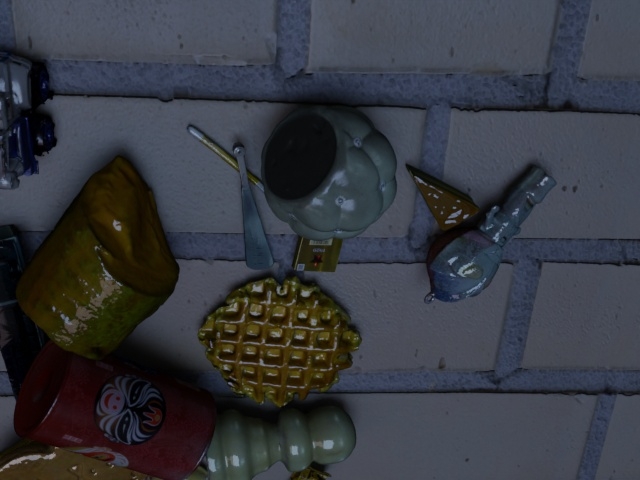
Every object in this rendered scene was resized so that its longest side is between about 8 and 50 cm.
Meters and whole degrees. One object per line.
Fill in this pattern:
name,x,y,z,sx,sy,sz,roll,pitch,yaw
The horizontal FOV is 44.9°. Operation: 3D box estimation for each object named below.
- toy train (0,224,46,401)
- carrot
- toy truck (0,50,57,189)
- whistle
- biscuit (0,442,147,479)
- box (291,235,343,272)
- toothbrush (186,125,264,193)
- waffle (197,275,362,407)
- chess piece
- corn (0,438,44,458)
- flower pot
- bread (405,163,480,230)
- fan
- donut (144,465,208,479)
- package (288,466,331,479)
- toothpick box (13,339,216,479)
toy train,-0.594,0.169,1.522,0.086,0.089,0.409,-16,120,-23
carrot,-0.389,0.050,1.409,0.241,0.241,0.340,36,109,-21
toy truck,-0.545,-0.203,1.301,0.161,0.177,0.213,0,116,-5
whistle,0.324,-0.003,1.531,0.142,0.133,0.346,38,96,-23
biscuit,-0.536,0.498,1.652,0.355,0.052,0.275,-18,122,-17
box,0.000,0.000,1.534,0.090,0.023,0.133,3,116,-21
toothbrush,-0.137,-0.126,1.471,0.288,0.021,0.024,39,95,-22
waffle,-0.083,0.219,1.616,0.302,0.068,0.325,-37,113,11
chess piece,-0.087,0.431,1.670,0.330,0.182,0.182,-6,116,-10
corn,-0.659,0.481,1.677,0.203,0.072,0.072,-32,115,10
flower pot,0.018,-0.118,1.373,0.246,0.246,0.195,-46,144,15
bread,0.235,-0.101,1.495,0.084,0.074,0.139,-30,113,8
fan,-0.131,-0.060,1.487,0.057,0.023,0.282,-4,124,2
donut,-0.340,0.557,1.749,0.166,0.065,0.108,-41,115,14
package,-0.034,0.568,1.800,0.071,0.047,0.131,25,109,-14
toothpick box,-0.396,0.334,1.523,0.333,0.204,0.204,31,109,-33
